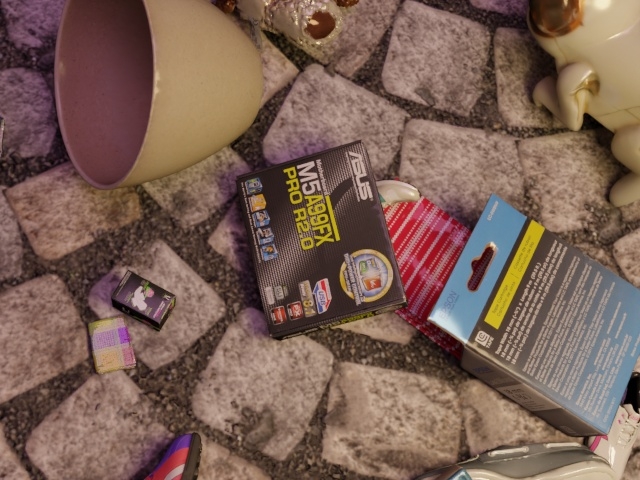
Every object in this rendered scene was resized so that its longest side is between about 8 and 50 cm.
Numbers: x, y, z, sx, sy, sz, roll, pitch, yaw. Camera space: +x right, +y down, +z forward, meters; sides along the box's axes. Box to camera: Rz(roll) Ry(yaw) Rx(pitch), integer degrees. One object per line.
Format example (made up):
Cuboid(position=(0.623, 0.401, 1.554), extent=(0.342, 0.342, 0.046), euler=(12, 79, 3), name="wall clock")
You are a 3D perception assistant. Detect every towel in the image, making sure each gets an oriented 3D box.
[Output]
Cuboid(position=(0.183, 0.045, 1.405), extent=(0.275, 0.031, 0.199), euler=(37, 69, 3), name="towel")
Cuboid(position=(-0.316, 0.159, 1.291), extent=(0.060, 0.009, 0.083), euler=(-13, 75, -13), name="towel")

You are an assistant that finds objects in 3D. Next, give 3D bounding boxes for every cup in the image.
Cuboid(position=(-0.229, -0.244, 1.301), extent=(0.237, 0.331, 0.331), euler=(-4, 71, -39), name="cup")

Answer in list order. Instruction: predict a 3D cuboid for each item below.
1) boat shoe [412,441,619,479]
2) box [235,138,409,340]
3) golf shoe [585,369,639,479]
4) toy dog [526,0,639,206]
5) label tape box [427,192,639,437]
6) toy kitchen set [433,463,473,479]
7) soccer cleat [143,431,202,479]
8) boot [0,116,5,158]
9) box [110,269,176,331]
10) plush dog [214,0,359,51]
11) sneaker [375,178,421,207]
Cuboid(position=(0.282, 0.369, 1.298), extent=(0.319, 0.099, 0.116), euler=(-7, 110, 0), name="boat shoe")
Cuboid(position=(0.000, 0.000, 1.334), extent=(0.216, 0.060, 0.270), euler=(-15, 75, 8), name="box")
Cuboid(position=(0.468, 0.291, 1.348), extent=(0.067, 0.086, 0.186), euler=(15, 72, -7), name="golf shoe")
Cuboid(position=(0.500, -0.304, 1.392), extent=(0.284, 0.395, 0.408), euler=(-43, 92, -10), name="toy dog")
Cuboid(position=(0.335, 0.120, 1.341), extent=(0.334, 0.106, 0.240), euler=(33, 70, -6), name="label tape box")
Cuboid(position=(0.161, 0.422, 1.137), extent=(0.207, 0.166, 0.122), euler=(-36, 91, -11), name="toy kitchen set")
Cuboid(position=(-0.255, 0.408, 1.175), extent=(0.116, 0.108, 0.318), euler=(20, 73, 1), name="soccer cleat")
Cuboid(position=(-0.540, -0.112, 1.305), extent=(0.086, 0.069, 0.190), euler=(4, 70, -6), name="boot")
Cuboid(position=(-0.267, 0.092, 1.292), extent=(0.083, 0.062, 0.052), euler=(29, 68, 1), name="box")
Cuboid(position=(-0.053, -0.469, 1.472), extent=(0.225, 0.210, 0.262), euler=(-44, 112, -33), name="plush dog")
Cuboid(position=(0.083, -0.060, 1.394), extent=(0.161, 0.057, 0.075), euler=(6, 78, 15), name="sneaker")
